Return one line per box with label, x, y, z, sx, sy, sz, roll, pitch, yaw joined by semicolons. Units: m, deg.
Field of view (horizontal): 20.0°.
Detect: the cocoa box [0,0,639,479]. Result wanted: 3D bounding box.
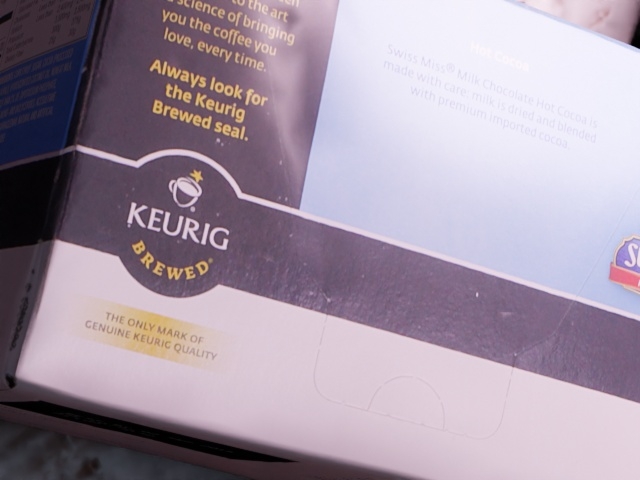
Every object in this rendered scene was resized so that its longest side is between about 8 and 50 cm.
cocoa box;0.000;0.000;0.873;0.347;0.231;0.228;17;78;-26
